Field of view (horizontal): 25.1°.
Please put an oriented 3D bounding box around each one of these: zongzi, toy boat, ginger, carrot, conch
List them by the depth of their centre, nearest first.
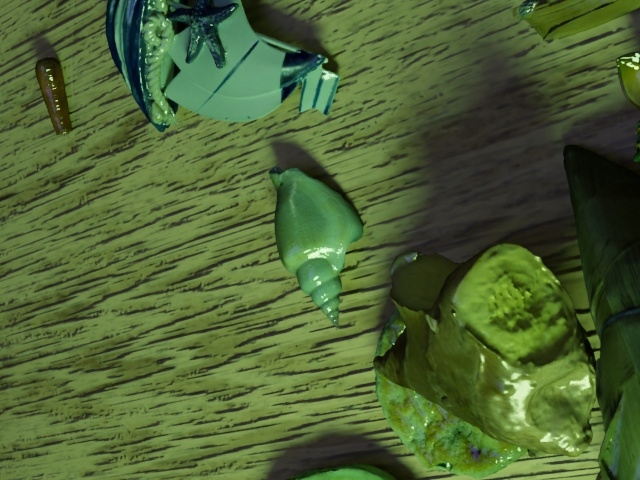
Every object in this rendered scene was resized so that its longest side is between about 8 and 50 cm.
[{"bbox_3d":[0.348,0.019,1.105,0.323,0.160,0.360,-22,54,24],"label":"zongzi"},{"bbox_3d":[0.224,-0.205,1.183,0.149,0.047,0.049,-20,76,42],"label":"toy boat"},{"bbox_3d":[0.138,0.099,1.252,0.219,0.123,0.270,52,164,-6],"label":"ginger"},{"bbox_3d":[-0.006,0.002,1.447,0.088,0.065,0.180,-28,78,45],"label":"conch"},{"bbox_3d":[-0.110,-0.220,1.478,0.291,0.070,0.210,-1,107,39],"label":"toy boat"},{"bbox_3d":[-0.315,-0.172,1.703,0.032,0.032,0.093,-1,108,43],"label":"carrot"}]

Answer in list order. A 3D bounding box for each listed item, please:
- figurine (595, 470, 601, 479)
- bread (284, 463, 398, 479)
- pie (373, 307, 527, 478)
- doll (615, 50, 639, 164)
[{"bbox_3d":[0.285,0.225,1.208,0.125,0.125,0.138,15,113,39],"label":"figurine"},{"bbox_3d":[0.051,0.373,1.526,0.301,0.045,0.301,18,116,40],"label":"bread"},{"bbox_3d":[0.130,0.141,1.381,0.187,0.041,0.187,12,110,38],"label":"pie"},{"bbox_3d":[0.286,-0.109,1.160,0.078,0.076,0.113,-9,66,19],"label":"doll"}]
